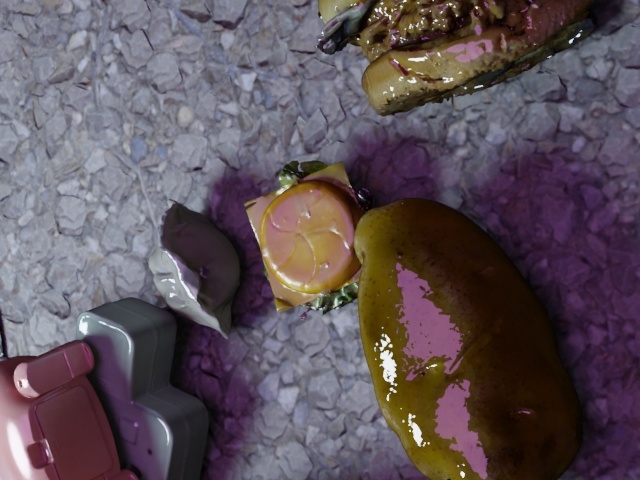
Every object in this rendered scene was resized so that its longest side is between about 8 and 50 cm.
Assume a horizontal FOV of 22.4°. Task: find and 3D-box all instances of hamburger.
[{"bbox_3d":[0.154,-0.260,1.751,0.318,0.277,0.195,-22,87,20],"label":"hamburger"},{"bbox_3d":[0.001,-0.004,1.911,0.164,0.093,0.189,-10,86,24],"label":"hamburger"}]

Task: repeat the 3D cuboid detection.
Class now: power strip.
[{"bbox_3d":[-0.242,0.200,2.029,0.229,0.141,0.261,21,112,27],"label":"power strip"}]

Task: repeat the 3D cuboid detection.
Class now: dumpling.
[{"bbox_3d":[-0.160,0.037,1.972,0.108,0.127,0.188,-21,85,18],"label":"dumpling"}]

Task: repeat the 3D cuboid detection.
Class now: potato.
[{"bbox_3d":[0.153,0.122,1.784,0.195,0.176,0.369,-29,77,31],"label":"potato"}]

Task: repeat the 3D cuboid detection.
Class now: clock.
[{"bbox_3d":[-0.368,0.256,1.967,0.241,0.142,0.227,-16,94,41],"label":"clock"}]

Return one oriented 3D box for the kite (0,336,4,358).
[{"bbox_3d":[-0.459,0.240,2.184,0.152,0.015,0.285,-25,75,27],"label":"kite"}]
